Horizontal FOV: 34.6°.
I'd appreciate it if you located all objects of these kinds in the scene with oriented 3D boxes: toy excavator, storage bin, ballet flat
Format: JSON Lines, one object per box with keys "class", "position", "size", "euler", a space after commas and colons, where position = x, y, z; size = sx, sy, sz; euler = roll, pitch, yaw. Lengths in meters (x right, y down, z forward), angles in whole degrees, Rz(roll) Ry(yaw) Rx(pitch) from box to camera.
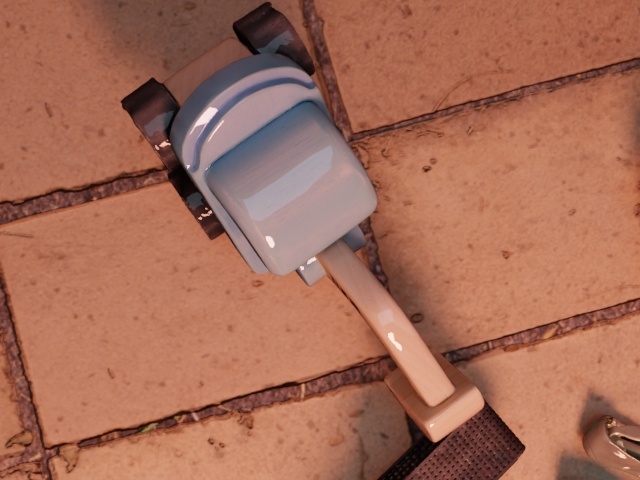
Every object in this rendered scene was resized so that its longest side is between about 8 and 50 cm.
{"class": "toy excavator", "position": [0.000, 0.000, 1.245], "size": [0.222, 0.433, 0.445], "euler": [-34, 50, -5]}
{"class": "storage bin", "position": [0.159, 0.294, 1.311], "size": [0.180, 0.122, 0.084], "euler": [-41, 89, -18]}
{"class": "ballet flat", "position": [0.455, 0.293, 1.363], "size": [0.213, 0.072, 0.068], "euler": [22, 123, 1]}
